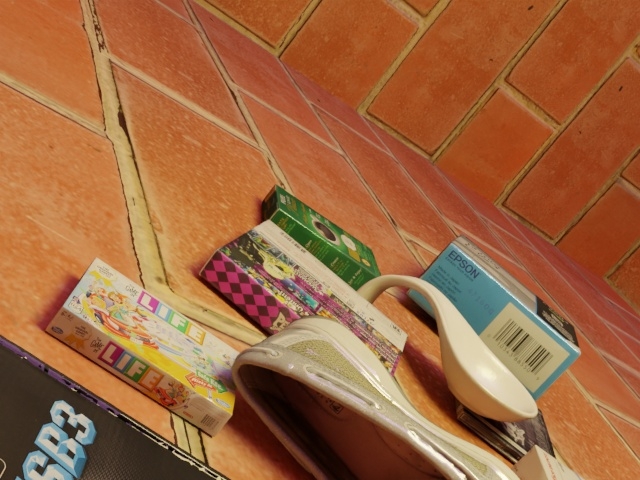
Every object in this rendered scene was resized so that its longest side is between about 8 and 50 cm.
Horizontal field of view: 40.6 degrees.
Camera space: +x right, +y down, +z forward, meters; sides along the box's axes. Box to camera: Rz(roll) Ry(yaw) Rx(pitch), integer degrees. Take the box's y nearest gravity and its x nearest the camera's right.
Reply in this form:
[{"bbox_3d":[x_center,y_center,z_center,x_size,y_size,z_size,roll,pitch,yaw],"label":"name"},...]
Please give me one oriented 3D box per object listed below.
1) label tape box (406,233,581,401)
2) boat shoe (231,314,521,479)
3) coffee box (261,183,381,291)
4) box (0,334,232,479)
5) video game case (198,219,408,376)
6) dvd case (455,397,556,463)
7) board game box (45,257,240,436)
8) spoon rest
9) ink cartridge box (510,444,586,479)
[{"bbox_3d":[0.290,0.107,1.422,0.249,0.115,0.347,41,14,8],"label":"label tape box"},{"bbox_3d":[0.061,0.193,0.690,0.320,0.118,0.103,46,29,15],"label":"boat shoe"},{"bbox_3d":[0.000,0.000,1.221,0.184,0.040,0.113,34,16,-18],"label":"coffee box"},{"bbox_3d":[-0.134,0.173,0.382,0.293,0.073,0.295,37,16,-12],"label":"box"},{"bbox_3d":[-0.008,0.076,0.984,0.232,0.042,0.210,40,15,2],"label":"video game case"},{"bbox_3d":[0.245,0.234,1.159,0.164,0.018,0.221,38,15,-4],"label":"dvd case"},{"bbox_3d":[-0.137,0.084,0.702,0.154,0.026,0.103,35,16,-12],"label":"board game box"},{"bbox_3d":[0.164,0.129,1.100,0.276,0.084,0.137,39,15,25],"label":"spoon rest"},{"bbox_3d":[0.281,0.303,0.985,0.122,0.052,0.088,34,16,-11],"label":"ink cartridge box"}]
